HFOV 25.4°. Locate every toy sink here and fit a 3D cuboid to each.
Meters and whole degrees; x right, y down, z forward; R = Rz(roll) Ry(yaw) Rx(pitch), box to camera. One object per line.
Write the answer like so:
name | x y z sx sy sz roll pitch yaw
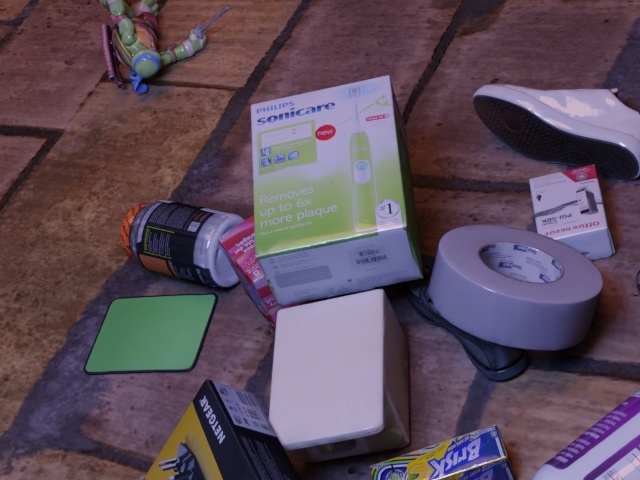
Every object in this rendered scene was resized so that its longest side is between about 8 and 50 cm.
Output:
toy sink | 0.029 0.201 1.856 0.153 0.131 0.234 -13 42 14

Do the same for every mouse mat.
mouse mat | -0.255 0.140 2.146 0.190 0.007 0.152 -3 46 21

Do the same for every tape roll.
tape roll | 0.254 0.058 1.858 0.219 0.072 0.219 9 25 -4

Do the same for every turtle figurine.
turtle figurine | -0.304 -0.425 2.609 0.198 0.275 0.266 0 30 -24

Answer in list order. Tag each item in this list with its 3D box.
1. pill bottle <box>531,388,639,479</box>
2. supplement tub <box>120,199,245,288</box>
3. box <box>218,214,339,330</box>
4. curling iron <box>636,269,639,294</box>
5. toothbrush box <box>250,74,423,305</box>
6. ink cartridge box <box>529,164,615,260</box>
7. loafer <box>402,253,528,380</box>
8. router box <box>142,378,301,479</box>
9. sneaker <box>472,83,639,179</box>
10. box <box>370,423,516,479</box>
pill bottle | 0.343 0.286 1.593 0.301 0.169 0.169 -35 43 -12
supplement tub | -0.207 0.002 2.181 0.190 0.117 0.117 13 54 34
box | 0.000 0.000 2.075 0.257 0.128 0.122 -33 45 -10
curling iron | 0.524 0.085 1.812 0.274 0.035 0.068 17 60 38
toothbrush box | 0.019 -0.071 1.957 0.206 0.122 0.283 -11 49 9
ink cartridge box | 0.352 -0.034 1.998 0.099 0.056 0.135 -13 42 12
loafer | 0.190 0.082 1.935 0.096 0.084 0.267 -34 42 -9
router box | -0.121 0.354 1.702 0.243 0.081 0.309 -58 34 16
sneaker | 0.371 -0.181 2.116 0.290 0.106 0.123 24 56 28
box | 0.152 0.289 1.761 0.169 0.059 0.054 -20 44 6
